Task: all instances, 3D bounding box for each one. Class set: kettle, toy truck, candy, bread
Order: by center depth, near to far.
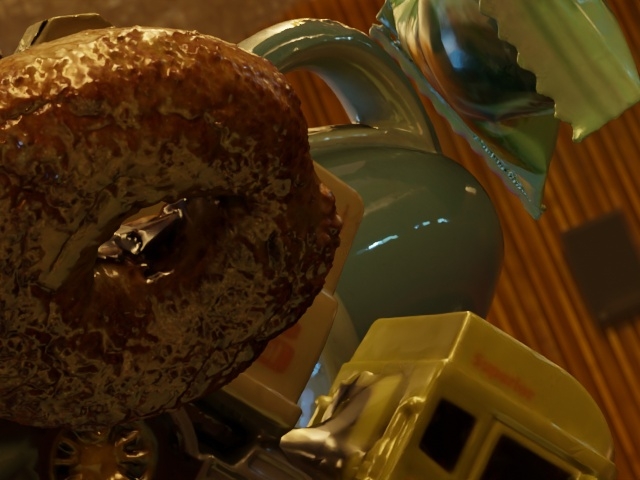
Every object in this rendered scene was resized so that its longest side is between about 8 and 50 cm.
[{"bbox_3d":[-0.080,0.002,0.743,0.193,0.064,0.193,-13,-46,-14],"label":"bread"},{"bbox_3d":[-0.045,0.074,0.983,0.254,0.405,0.180,-61,15,-11],"label":"toy truck"},{"bbox_3d":[0.000,0.000,1.444,0.247,0.319,0.342,-5,18,40],"label":"kettle"},{"bbox_3d":[0.151,-0.162,1.727,0.172,0.263,0.398,-28,-10,-16],"label":"candy"}]

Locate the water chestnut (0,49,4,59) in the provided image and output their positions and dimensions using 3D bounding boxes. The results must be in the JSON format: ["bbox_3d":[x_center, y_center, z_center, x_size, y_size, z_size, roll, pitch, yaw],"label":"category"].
[{"bbox_3d":[-0.415,-0.149,1.842,0.223,0.224,0.238,-6,-9,-40],"label":"water chestnut"}]
